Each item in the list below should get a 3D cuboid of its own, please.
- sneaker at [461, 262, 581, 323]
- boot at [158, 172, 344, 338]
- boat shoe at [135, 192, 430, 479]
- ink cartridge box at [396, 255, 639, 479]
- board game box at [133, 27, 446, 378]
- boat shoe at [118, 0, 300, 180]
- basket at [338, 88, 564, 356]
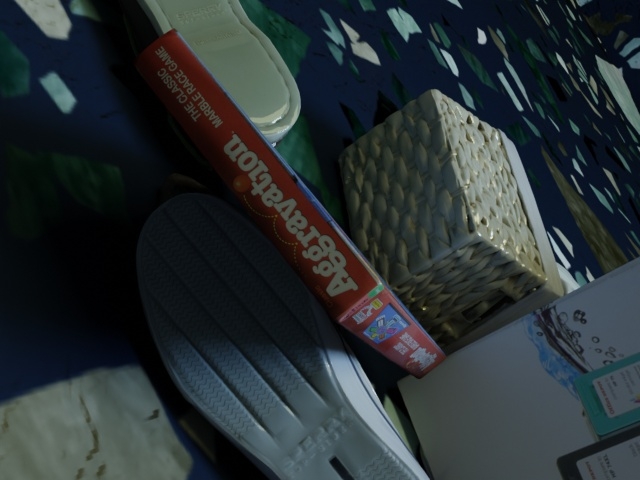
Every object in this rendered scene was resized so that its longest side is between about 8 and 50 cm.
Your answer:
[{"bbox_3d":[0.218,0.088,0.927,0.292,0.110,0.118,46,18,-26],"label":"sneaker"},{"bbox_3d":[-0.041,0.018,0.596,0.114,0.037,0.106,36,19,-45],"label":"boot"},{"bbox_3d":[-0.018,0.079,0.543,0.226,0.083,0.076,58,-3,3],"label":"boat shoe"},{"bbox_3d":[0.232,0.127,0.698,0.198,0.270,0.197,12,52,-58],"label":"ink cartridge box"},{"bbox_3d":[0.000,0.000,0.559,0.145,0.027,0.281,50,1,17],"label":"board game box"},{"bbox_3d":[-0.088,-0.141,0.665,0.081,0.068,0.227,-14,67,-28],"label":"boat shoe"},{"bbox_3d":[0.090,-0.015,0.790,0.103,0.113,0.167,33,34,-39],"label":"basket"}]
